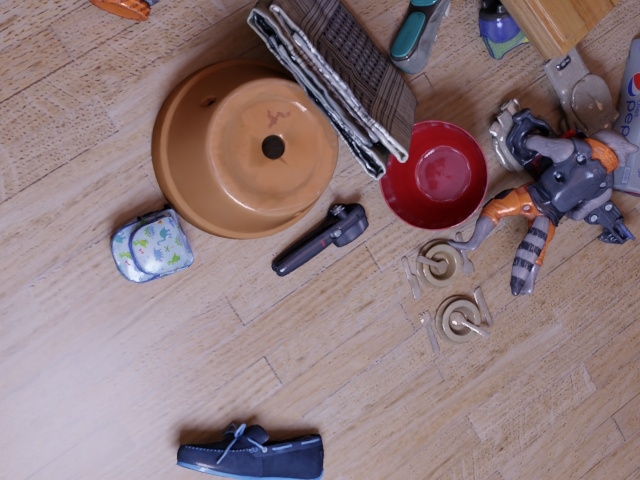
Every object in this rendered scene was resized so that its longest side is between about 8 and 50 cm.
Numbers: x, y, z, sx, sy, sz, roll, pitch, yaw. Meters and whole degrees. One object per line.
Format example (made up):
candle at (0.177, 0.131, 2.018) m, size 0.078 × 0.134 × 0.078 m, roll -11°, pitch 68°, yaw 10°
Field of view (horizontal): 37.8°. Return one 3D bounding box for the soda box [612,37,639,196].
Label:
soda box at (0.608, -0.226, 1.722) m, size 0.098 × 0.091 × 0.287 m, roll 14°, pitch 89°, yaw -20°

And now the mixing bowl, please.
mixing bowl at (0.198, -0.111, 1.568) m, size 0.181 × 0.098 × 0.182 m, roll 2°, pitch 97°, yaw 18°

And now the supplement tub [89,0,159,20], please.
supplement tub at (-0.275, -0.433, 1.392) m, size 0.116 × 0.117 × 0.191 m, roll 17°, pitch 87°, yaw -19°

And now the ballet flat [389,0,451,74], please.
ballet flat at (0.182, -0.380, 1.587) m, size 0.068 × 0.072 × 0.213 m, roll 32°, pitch 79°, yaw -46°

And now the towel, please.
towel at (0.038, -0.272, 1.430) m, size 0.056 × 0.324 × 0.312 m, roll -32°, pitch 107°, yaw 27°

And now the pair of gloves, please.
pair of gloves at (0.419, -0.209, 1.682) m, size 0.204 × 0.042 × 0.240 m, roll 44°, pitch 86°, yaw -22°

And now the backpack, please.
backpack at (-0.263, 0.011, 1.443) m, size 0.114 × 0.084 × 0.105 m, roll -23°, pitch 98°, yaw -13°

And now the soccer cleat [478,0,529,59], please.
soccer cleat at (0.399, -0.413, 1.652) m, size 0.289 × 0.093 × 0.121 m, roll -28°, pitch 127°, yaw -18°

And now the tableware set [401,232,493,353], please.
tableware set at (0.229, 0.094, 1.641) m, size 0.128 × 0.039 × 0.194 m, roll -24°, pitch 101°, yaw -16°

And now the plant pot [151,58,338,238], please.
plant pot at (-0.099, -0.139, 1.427) m, size 0.290 × 0.203 × 0.291 m, roll -2°, pitch 95°, yaw -18°

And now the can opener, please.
can opener at (0.000, 0.000, 1.545) m, size 0.186 × 0.059 × 0.073 m, roll -35°, pitch 104°, yaw -14°

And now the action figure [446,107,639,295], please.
action figure at (0.428, -0.046, 1.611) m, size 0.341 × 0.178 × 0.330 m, roll 35°, pitch 99°, yaw -19°

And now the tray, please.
tray at (0.332, -0.521, 1.520) m, size 0.203 × 0.076 × 0.411 m, roll -44°, pitch 106°, yaw -12°

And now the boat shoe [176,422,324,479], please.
boat shoe at (-0.114, 0.339, 1.521) m, size 0.258 × 0.109 × 0.089 m, roll 13°, pitch 82°, yaw -36°
